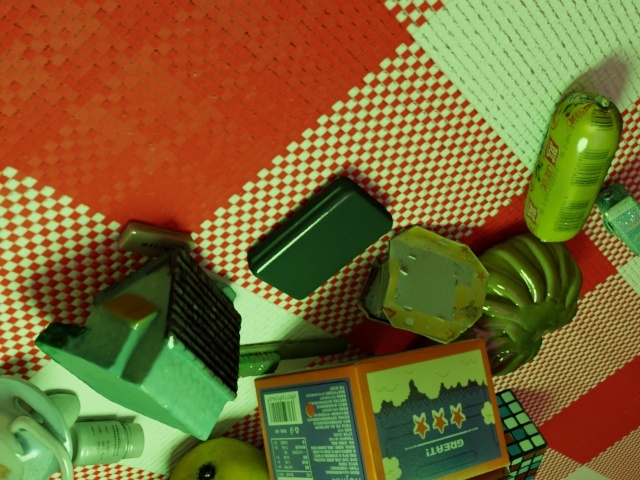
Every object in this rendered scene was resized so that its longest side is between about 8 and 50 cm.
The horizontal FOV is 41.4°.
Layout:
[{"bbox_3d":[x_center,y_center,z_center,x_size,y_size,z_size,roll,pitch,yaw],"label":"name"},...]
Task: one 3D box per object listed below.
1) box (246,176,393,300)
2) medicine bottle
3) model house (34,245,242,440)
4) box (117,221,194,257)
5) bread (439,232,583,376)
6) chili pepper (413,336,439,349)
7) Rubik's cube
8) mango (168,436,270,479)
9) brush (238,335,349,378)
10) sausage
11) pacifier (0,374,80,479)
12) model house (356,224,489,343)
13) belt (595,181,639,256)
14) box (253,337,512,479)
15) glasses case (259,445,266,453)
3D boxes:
[{"bbox_3d":[0.000,0.000,1.436,0.230,0.050,0.160,-40,141,14],"label":"box"},{"bbox_3d":[-0.402,0.378,1.585,0.130,0.080,0.080,5,131,-36],"label":"medicine bottle"},{"bbox_3d":[-0.256,0.134,1.345,0.249,0.230,0.280,-64,152,-23],"label":"model house"},{"bbox_3d":[-0.253,0.004,1.308,0.115,0.025,0.048,15,123,-40],"label":"box"},{"bbox_3d":[0.388,0.138,1.702,0.333,0.160,0.333,-21,131,-26],"label":"bread"},{"bbox_3d":[0.232,0.247,1.835,0.071,0.063,0.272,9,126,-52],"label":"chili pepper"},{"bbox_3d":[0.448,0.527,2.180,0.184,0.182,0.187,-19,141,-14],"label":"Rubik's cube"},{"bbox_3d":[-0.193,0.559,1.779,0.378,0.263,0.221,93,21,-52],"label":"mango"},{"bbox_3d":[-0.070,0.226,1.649,0.282,0.048,0.054,-4,140,-29],"label":"brush"},{"bbox_3d":[0.445,-0.123,1.511,0.123,0.123,0.347,-13,139,-18],"label":"sausage"},{"bbox_3d":[-0.487,0.339,1.448,0.279,0.227,0.207,-54,175,28],"label":"pacifier"},{"bbox_3d":[0.185,0.102,1.580,0.219,0.207,0.136,17,155,-21],"label":"model house"},{"bbox_3d":[0.607,-0.042,1.687,0.082,0.148,0.163,-37,112,14],"label":"belt"},{"bbox_3d":[0.107,0.344,1.580,0.318,0.257,0.348,-3,170,-37],"label":"box"},{"bbox_3d":[0.007,0.441,1.903,0.336,0.076,0.144,-41,140,14],"label":"glasses case"}]
